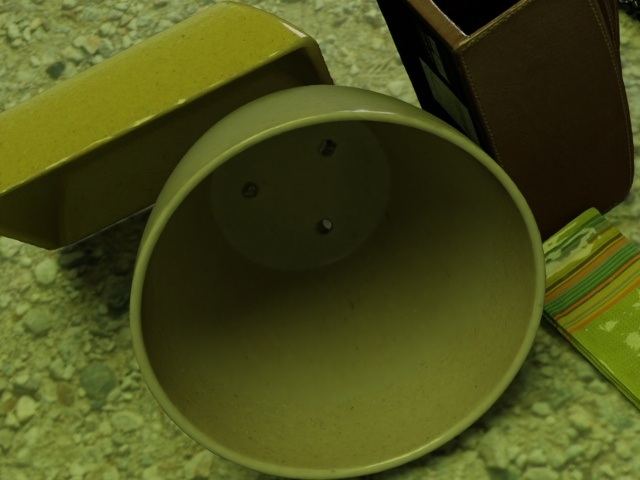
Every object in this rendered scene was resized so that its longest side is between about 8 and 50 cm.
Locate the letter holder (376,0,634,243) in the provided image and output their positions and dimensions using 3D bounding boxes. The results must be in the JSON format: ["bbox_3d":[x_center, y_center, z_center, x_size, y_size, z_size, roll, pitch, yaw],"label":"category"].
[{"bbox_3d":[0.196,-0.163,1.292,0.214,0.302,0.152,-34,51,-4],"label":"letter holder"}]

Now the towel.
[{"bbox_3d":[0.268,0.072,1.268,0.102,0.021,0.237,-39,56,-6],"label":"towel"}]

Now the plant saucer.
[{"bbox_3d":[-0.154,-0.109,1.379,0.332,0.333,0.081,-26,83,2],"label":"plant saucer"}]

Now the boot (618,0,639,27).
[{"bbox_3d":[0.335,-0.262,1.472,0.121,0.045,0.099,-49,51,-7],"label":"boot"}]

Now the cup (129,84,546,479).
[{"bbox_3d":[0.000,0.000,1.281,0.331,0.331,0.237,-25,29,4],"label":"cup"}]
